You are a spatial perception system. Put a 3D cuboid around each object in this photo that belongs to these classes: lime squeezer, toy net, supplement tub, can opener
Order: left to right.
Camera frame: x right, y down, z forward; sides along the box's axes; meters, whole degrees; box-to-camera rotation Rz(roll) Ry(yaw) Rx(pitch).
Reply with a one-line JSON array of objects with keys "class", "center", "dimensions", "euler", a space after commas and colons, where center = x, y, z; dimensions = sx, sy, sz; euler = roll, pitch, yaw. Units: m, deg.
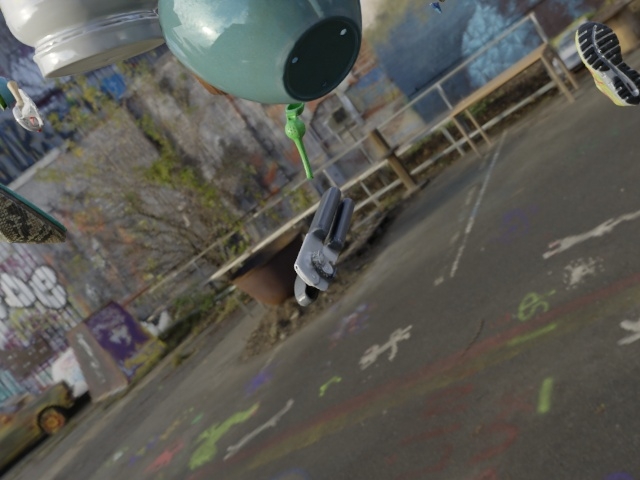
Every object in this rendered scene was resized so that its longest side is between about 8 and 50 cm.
[{"class": "toy net", "center": [-0.562, -0.240, 1.256], "dimensions": [0.045, 0.122, 0.232], "euler": [-34, 39, -19]}, {"class": "supplement tub", "center": [-0.376, -0.427, 0.988], "dimensions": [0.235, 0.325, 0.235], "euler": [-18, 14, 4]}, {"class": "lime squeezer", "center": [-0.052, -0.331, 1.829], "dimensions": [0.058, 0.311, 0.110], "euler": [-16, -19, 40]}, {"class": "can opener", "center": [0.000, 0.000, 1.254], "dimensions": [0.093, 0.074, 0.280], "euler": [-38, 20, 37]}]

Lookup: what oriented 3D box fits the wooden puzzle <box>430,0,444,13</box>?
[{"class": "wooden puzzle", "center": [0.216, -0.509, 1.312], "dimensions": [0.014, 0.078, 0.116], "euler": [-13, 65, 49]}]

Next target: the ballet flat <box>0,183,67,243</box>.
[{"class": "ballet flat", "center": [-0.757, -0.114, 1.366], "dimensions": [0.182, 0.483, 0.164], "euler": [-52, 27, -22]}]

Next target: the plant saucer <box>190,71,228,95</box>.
[{"class": "plant saucer", "center": [-0.275, -0.393, 1.469], "dimensions": [0.037, 0.200, 0.200], "euler": [-39, 8, 5]}]

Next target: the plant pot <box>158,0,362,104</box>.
[{"class": "plant pot", "center": [-0.054, -0.307, 0.950], "dimensions": [0.290, 0.195, 0.290], "euler": [-30, -30, -19]}]

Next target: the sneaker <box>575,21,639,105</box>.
[{"class": "sneaker", "center": [0.610, -0.370, 1.439], "dimensions": [0.081, 0.209, 0.094], "euler": [-31, -3, 5]}]
